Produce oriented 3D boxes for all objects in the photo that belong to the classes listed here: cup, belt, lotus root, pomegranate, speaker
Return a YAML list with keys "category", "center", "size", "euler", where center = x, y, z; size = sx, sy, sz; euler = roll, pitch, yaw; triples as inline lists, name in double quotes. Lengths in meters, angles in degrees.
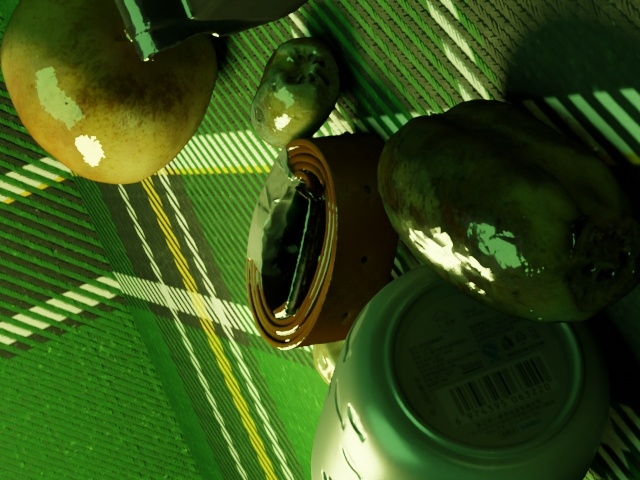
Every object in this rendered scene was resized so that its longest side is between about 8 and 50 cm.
- category: "cup"
  center: [0.134, 0.124, 1.474]
  size: [0.274, 0.259, 0.356]
  euler: [102, 171, -62]
- category: "belt"
  center: [0.000, 0.000, 1.737]
  size: [0.184, 0.105, 0.261]
  euler: [44, 131, 46]
- category: "lotus root"
  center: [-0.032, -0.161, 1.751]
  size: [0.192, 0.088, 0.113]
  euler: [130, 154, -68]
- category: "lotus root"
  center: [0.151, -0.025, 1.305]
  size: [0.275, 0.152, 0.160]
  euler: [41, 154, 54]
- category: "pomegranate"
  center: [-0.278, -0.230, 2.072]
  size: [0.319, 0.319, 0.319]
  euler: [55, 160, 31]
- category: "speaker"
  center: [-0.091, -0.313, 1.567]
  size: [0.180, 0.184, 0.388]
  euler: [66, 162, -1]

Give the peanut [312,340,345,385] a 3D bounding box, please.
- category: "peanut"
  center: [0.070, 0.159, 1.839]
  size: [0.274, 0.125, 0.111]
  euler: [60, 162, 16]
